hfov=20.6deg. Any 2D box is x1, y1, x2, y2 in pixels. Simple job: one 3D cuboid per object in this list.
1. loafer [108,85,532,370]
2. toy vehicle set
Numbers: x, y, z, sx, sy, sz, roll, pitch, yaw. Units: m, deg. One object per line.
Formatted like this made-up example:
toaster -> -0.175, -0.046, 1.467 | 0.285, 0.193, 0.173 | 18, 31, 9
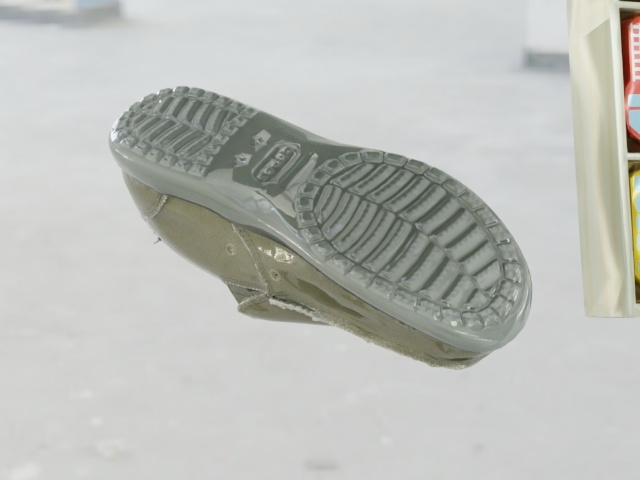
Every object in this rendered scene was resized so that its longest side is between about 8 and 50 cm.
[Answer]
loafer -> 0.000, 0.000, 0.922 | 0.251, 0.087, 0.094 | 29, 53, 28
toy vehicle set -> 0.219, -0.091, 1.034 | 0.166, 0.267, 0.035 | -4, 0, -36
